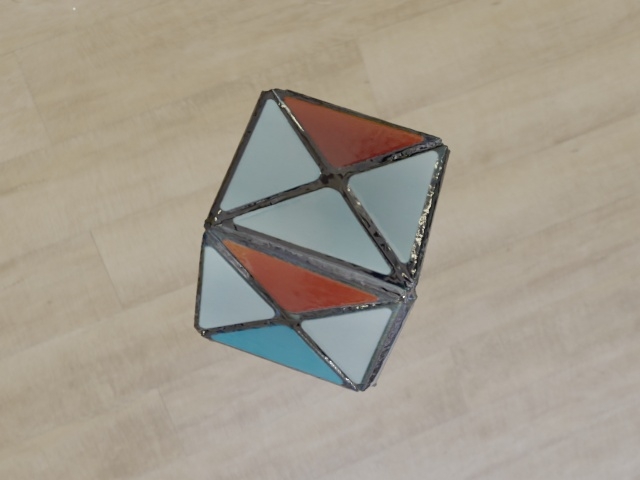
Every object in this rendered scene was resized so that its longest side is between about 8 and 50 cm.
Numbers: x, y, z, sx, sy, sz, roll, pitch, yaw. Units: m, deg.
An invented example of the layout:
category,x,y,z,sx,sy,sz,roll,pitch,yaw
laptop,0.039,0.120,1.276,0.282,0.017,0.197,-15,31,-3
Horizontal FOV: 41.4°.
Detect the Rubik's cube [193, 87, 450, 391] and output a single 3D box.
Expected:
category,x,y,z,sx,sy,sz,roll,pitch,yaw
Rubik's cube,-0.001,0.000,1.042,0.250,0.248,0.246,19,144,3
